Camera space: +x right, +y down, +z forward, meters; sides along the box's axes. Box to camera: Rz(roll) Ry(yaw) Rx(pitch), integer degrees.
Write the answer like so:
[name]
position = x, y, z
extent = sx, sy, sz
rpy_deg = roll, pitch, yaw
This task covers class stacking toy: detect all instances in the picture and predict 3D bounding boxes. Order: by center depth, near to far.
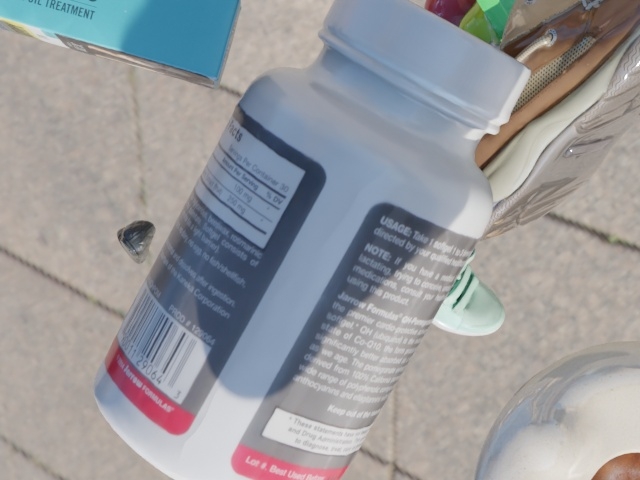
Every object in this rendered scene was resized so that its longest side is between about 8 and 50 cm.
[stacking toy]
position = 0.312, 0.280, 1.641
extent = 0.351, 0.350, 0.480
rpy_deg = 61, 175, -4

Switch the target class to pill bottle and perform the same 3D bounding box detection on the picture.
[pill bottle]
position = 0.000, 0.000, 0.861
extent = 0.176, 0.176, 0.318
rpy_deg = 34, 101, 25

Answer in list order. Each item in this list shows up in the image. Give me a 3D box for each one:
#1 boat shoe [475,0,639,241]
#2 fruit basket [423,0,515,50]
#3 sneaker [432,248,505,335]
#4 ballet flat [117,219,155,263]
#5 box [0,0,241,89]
[boat shoe]
position = 0.174, -0.128, 0.893
extent = 0.324, 0.123, 0.116
rpy_deg = -46, 67, 38
[fruit basket]
position = 0.223, -0.260, 1.502
extent = 0.165, 0.327, 0.353
rpy_deg = 51, 146, -13
[sneaker]
position = 0.198, 0.061, 1.952
extent = 0.256, 0.094, 0.151
rpy_deg = 32, 158, -23
[ballet flat]
position = -0.253, 0.000, 1.888
extent = 0.057, 0.049, 0.173
rpy_deg = 54, 171, -6
[box]
position = -0.173, -0.157, 0.843
extent = 0.244, 0.100, 0.060
rpy_deg = 15, 92, -5
